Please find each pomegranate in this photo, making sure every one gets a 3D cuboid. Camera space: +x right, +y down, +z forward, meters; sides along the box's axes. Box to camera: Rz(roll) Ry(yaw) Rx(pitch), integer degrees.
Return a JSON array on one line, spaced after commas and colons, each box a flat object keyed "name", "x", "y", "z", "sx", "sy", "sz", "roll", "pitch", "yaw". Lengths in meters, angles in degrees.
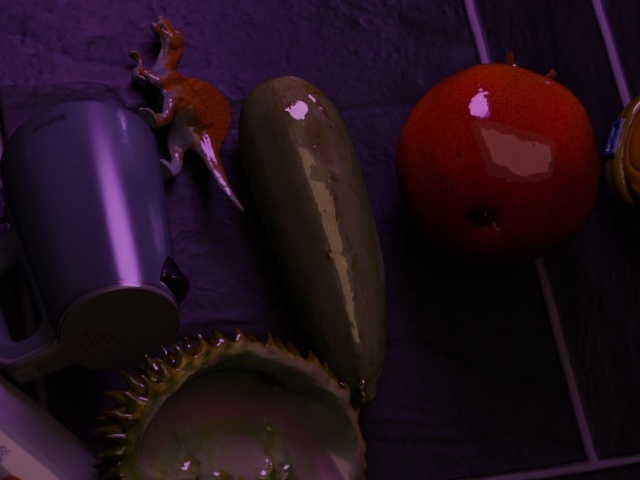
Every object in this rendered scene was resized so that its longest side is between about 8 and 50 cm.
[{"name": "pomegranate", "x": 0.195, "y": -0.091, "z": 1.922, "sx": 0.221, "sy": 0.221, "sz": 0.256, "roll": 30, "pitch": 51, "yaw": -5}]

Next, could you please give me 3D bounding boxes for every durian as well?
[{"name": "durian", "x": -0.076, "y": 0.186, "z": 1.684, "sx": 0.355, "sy": 0.157, "sz": 0.169, "roll": 14, "pitch": 44, "yaw": -46}]

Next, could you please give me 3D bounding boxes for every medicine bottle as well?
[{"name": "medicine bottle", "x": -0.351, "y": 0.160, "z": 1.661, "sx": 0.341, "sy": 0.130, "sz": 0.130, "roll": 41, "pitch": 61, "yaw": 1}]

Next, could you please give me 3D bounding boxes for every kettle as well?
[{"name": "kettle", "x": -0.239, "y": 0.012, "z": 1.711, "sx": 0.211, "sy": 0.160, "sz": 0.243, "roll": -20, "pitch": 47, "yaw": 2}]

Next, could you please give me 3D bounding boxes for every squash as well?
[{"name": "squash", "x": 0.007, "y": -0.002, "z": 1.865, "sx": 0.118, "sy": 0.118, "sz": 0.370, "roll": -12, "pitch": 73, "yaw": -23}]

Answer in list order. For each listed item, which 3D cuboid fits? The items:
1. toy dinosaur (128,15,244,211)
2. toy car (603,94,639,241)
[{"name": "toy dinosaur", "x": -0.138, "y": -0.130, "z": 1.915, "sx": 0.212, "sy": 0.057, "sz": 0.142, "roll": 49, "pitch": 41, "yaw": -8}, {"name": "toy car", "x": 0.453, "y": -0.081, "z": 2.013, "sx": 0.248, "sy": 0.142, "sz": 0.200, "roll": 15, "pitch": 82, "yaw": -12}]
